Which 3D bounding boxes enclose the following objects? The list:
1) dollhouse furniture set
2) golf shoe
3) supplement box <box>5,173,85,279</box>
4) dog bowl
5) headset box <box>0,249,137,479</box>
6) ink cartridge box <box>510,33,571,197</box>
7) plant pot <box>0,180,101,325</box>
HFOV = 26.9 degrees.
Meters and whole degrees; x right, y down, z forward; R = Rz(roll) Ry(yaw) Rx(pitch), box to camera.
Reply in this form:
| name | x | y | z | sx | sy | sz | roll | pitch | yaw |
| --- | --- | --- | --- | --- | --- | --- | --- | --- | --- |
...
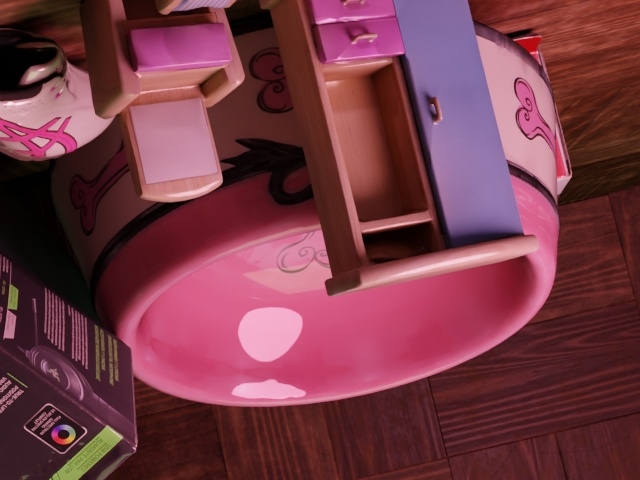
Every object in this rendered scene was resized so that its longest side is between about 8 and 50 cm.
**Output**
| name | x | y | z | sx | sy | sz | roll | pitch | yaw |
| --- | --- | --- | --- | --- | --- | --- | --- | --- | --- |
| dollhouse furniture set | 0.068 | -0.093 | 0.710 | 0.286 | 0.198 | 0.303 | -11 | 174 | -29 |
| golf shoe | -0.179 | -0.091 | 0.820 | 0.086 | 0.067 | 0.186 | -18 | 173 | 29 |
| supplement box | -0.220 | -0.005 | 1.276 | 0.239 | 0.130 | 0.073 | -14 | 176 | 12 |
| dog bowl | 0.000 | 0.000 | 1.038 | 0.408 | 0.150 | 0.408 | -9 | 153 | -5 |
| headset box | -0.293 | 0.115 | 0.887 | 0.246 | 0.283 | 0.131 | -43 | -154 | 12 |
| ink cartridge box | 0.067 | -0.075 | 1.259 | 0.309 | 0.130 | 0.272 | -13 | 174 | 5 |
| plant pot | -0.332 | 0.045 | 1.128 | 0.290 | 0.195 | 0.290 | -12 | 171 | -2 |
